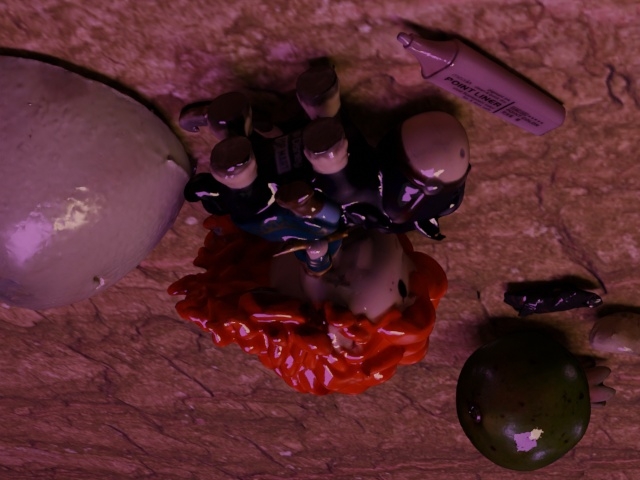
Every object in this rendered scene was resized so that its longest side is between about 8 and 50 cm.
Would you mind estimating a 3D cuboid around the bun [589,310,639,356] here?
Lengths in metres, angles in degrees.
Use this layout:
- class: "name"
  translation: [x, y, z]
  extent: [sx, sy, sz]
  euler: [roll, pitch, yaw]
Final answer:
- class: "bun"
  translation: [0.378, 0.115, 1.657]
  extent: [0.086, 0.054, 0.086]
  euler: [5, 180, 0]

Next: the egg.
- class: "egg"
  translation: [-0.309, -0.038, 1.436]
  extent: [0.337, 0.201, 0.337]
  euler: [6, 152, 3]

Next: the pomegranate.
- class: "pomegranate"
  translation: [0.291, 0.205, 1.757]
  extent: [0.225, 0.187, 0.187]
  euler: [-9, 166, -34]

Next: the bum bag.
- class: "bum bag"
  translation: [0.280, 0.072, 1.628]
  extent: [0.124, 0.034, 0.058]
  euler: [-9, 157, 34]

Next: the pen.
- class: "pen"
  translation: [0.147, -0.150, 1.242]
  extent: [0.197, 0.032, 0.053]
  euler: [24, 150, -29]

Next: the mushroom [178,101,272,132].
- class: "mushroom"
  translation: [-0.100, -0.125, 1.388]
  extent: [0.101, 0.019, 0.049]
  euler: [2, 151, 11]

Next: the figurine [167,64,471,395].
- class: "figurine"
  translation: [0.006, -0.008, 1.395]
  extent: [0.306, 0.241, 0.411]
  euler: [-9, 140, -21]
